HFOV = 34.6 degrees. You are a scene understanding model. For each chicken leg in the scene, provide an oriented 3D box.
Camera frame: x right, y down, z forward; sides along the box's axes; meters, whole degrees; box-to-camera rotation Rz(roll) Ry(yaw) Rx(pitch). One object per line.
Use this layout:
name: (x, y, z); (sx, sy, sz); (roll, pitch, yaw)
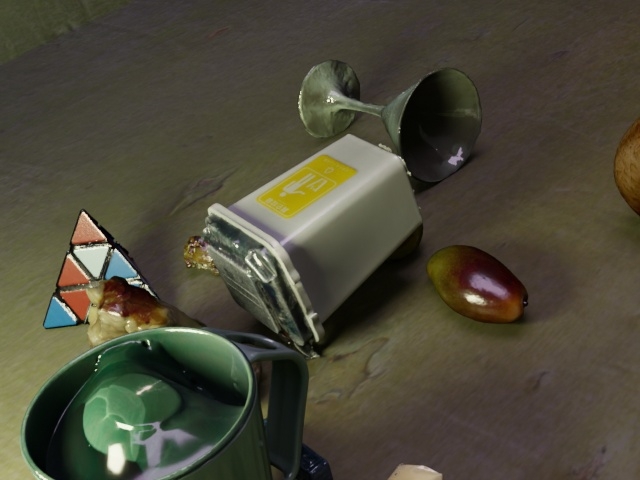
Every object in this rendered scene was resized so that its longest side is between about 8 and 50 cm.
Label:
chicken leg: (-0.226, 0.044, 2.197); (0.178, 0.070, 0.093); (22, 45, 26)

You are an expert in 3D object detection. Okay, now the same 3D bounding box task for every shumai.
shumai: (-0.285, 0.163, 1.833); (0.346, 0.283, 0.217); (8, 40, 30)

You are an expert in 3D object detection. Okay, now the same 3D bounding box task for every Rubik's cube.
Rubik's cube: (-0.486, 0.044, 2.116); (0.250, 0.234, 0.284); (-21, 35, -13)

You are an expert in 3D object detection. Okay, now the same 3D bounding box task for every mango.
mango: (0.284, 0.078, 1.943); (0.133, 0.111, 0.267); (-34, 33, -12)

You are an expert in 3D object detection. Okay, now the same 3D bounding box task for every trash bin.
trash bin: (0.000, 0.000, 1.932); (0.368, 0.296, 0.256); (-39, 39, -19)

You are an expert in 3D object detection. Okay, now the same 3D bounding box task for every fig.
fig: (0.134, -0.042, 2.136); (0.142, 0.148, 0.186); (-38, 45, 16)

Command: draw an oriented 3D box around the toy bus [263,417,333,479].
toy bus: (-0.049, 0.350, 1.679); (0.047, 0.065, 0.166); (-34, 40, -28)

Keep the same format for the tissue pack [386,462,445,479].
tissue pack: (0.108, 0.438, 1.394); (0.090, 0.186, 0.222); (5, 35, 44)

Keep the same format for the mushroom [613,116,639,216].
mushroom: (0.768, -0.168, 1.997); (0.331, 0.334, 0.356); (16, 52, 34)

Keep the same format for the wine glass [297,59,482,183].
wine glass: (0.145, -0.308, 2.446); (0.267, 0.267, 0.406); (-34, 36, -30)

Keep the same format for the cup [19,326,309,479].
cup: (-0.169, 0.334, 1.442); (0.401, 0.392, 0.310); (-18, 34, -10)
